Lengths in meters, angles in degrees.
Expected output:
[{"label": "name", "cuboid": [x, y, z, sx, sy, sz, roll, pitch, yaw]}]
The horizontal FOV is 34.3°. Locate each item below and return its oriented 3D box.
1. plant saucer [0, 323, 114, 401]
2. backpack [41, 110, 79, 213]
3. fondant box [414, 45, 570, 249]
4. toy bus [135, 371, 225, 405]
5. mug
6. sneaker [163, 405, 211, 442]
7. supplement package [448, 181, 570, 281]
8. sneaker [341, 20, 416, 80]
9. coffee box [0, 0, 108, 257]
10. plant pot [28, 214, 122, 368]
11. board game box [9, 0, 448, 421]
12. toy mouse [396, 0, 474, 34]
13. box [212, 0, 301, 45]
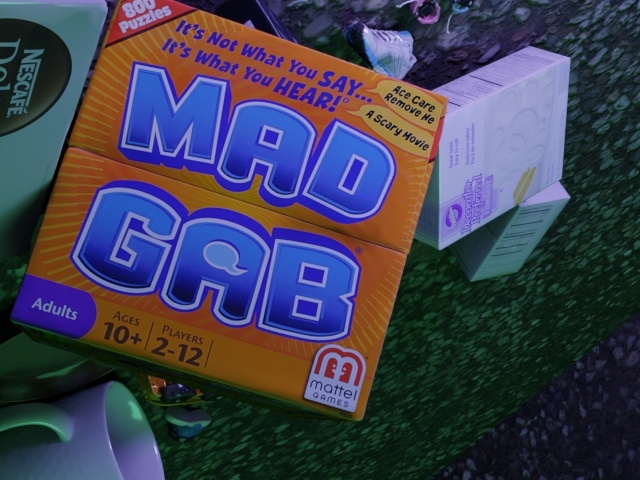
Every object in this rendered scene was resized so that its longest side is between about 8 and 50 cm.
[{"label": "plant saucer", "cuboid": [-0.460, 0.188, 1.812, 0.311, 0.050, 0.310, -21, 155, -10]}, {"label": "backpack", "cuboid": [-0.372, -0.125, 1.333, 0.152, 0.115, 0.182, -17, 133, -10]}, {"label": "fondant box", "cuboid": [0.277, -0.159, 1.737, 0.330, 0.096, 0.238, -27, 129, -32]}, {"label": "toy bus", "cuboid": [-0.283, 0.261, 2.040, 0.220, 0.149, 0.211, -1, 157, -38]}, {"label": "mug", "cuboid": [-0.516, 0.423, 1.948, 0.328, 0.276, 0.374, -21, 139, 4]}, {"label": "sneaker", "cuboid": [-0.316, 0.416, 2.317, 0.084, 0.058, 0.152, -46, 155, 12]}, {"label": "supplement package", "cuboid": [0.374, -0.049, 2.119, 0.134, 0.139, 0.244, -10, 146, -29]}, {"label": "sneaker", "cuboid": [0.095, -0.295, 1.561, 0.083, 0.071, 0.191, -41, 158, 7]}, {"label": "coffee box", "cuboid": [-0.434, -0.198, 0.938, 0.334, 0.338, 0.337, -7, 145, -36]}, {"label": "plant pot", "cuboid": [-0.221, 0.020, 1.562, 0.323, 0.323, 0.280, -40, 166, 18]}, {"label": "board game box", "cuboid": [-0.113, -0.012, 1.191, 0.356, 0.356, 0.356, 18, 168, -9]}, {"label": "toy mouse", "cuboid": [0.185, -0.366, 1.554, 0.161, 0.031, 0.143, -26, 151, -5]}, {"label": "box", "cuboid": [-0.065, -0.231, 1.411, 0.093, 0.156, 0.158, -35, 151, 11]}]
